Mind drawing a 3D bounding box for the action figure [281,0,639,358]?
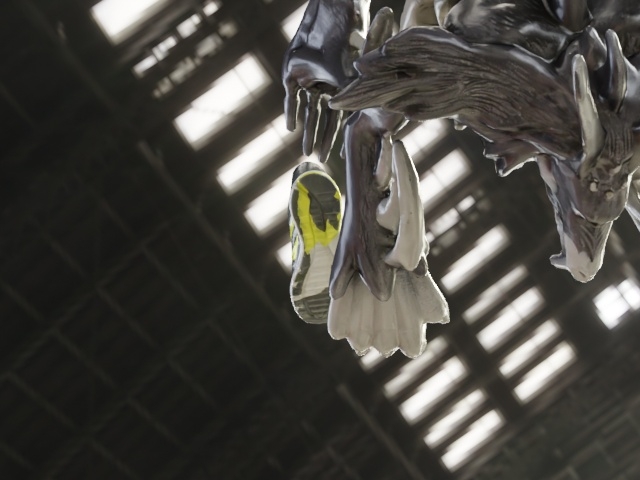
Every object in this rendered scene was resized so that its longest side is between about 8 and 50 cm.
[{"bbox_3d":[0.071,-0.039,0.588,0.164,0.275,0.141,-12,-73,-8],"label":"action figure"}]

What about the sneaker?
[{"bbox_3d":[0.000,0.000,0.781,0.031,0.035,0.083,-2,-63,-3],"label":"sneaker"}]
